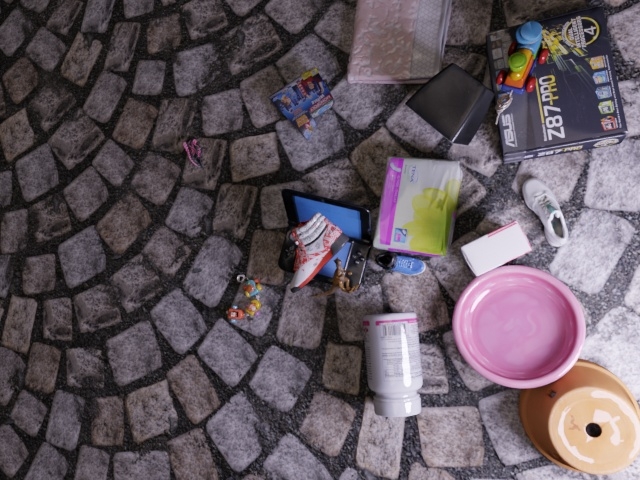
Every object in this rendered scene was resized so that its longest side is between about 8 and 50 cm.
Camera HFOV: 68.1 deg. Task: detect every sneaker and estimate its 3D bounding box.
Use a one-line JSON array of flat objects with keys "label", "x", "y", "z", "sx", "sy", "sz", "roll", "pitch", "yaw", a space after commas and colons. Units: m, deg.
[{"label": "sneaker", "x": 0.241, "y": 0.070, "z": 1.446, "sx": 0.152, "sy": 0.084, "sz": 0.058, "roll": 12, "pitch": 87, "yaw": 18}, {"label": "sneaker", "x": -0.459, "y": -0.324, "z": 1.740, "sx": 0.057, "sy": 0.047, "sz": 0.119, "roll": -28, "pitch": 77, "yaw": 0}, {"label": "sneaker", "x": 0.644, "y": -0.089, "z": 1.337, "sx": 0.080, "sy": 0.094, "sz": 0.212, "roll": -26, "pitch": 76, "yaw": 14}, {"label": "sneaker", "x": -0.045, "y": 0.034, "z": 1.454, "sx": 0.145, "sy": 0.090, "sz": 0.270, "roll": 44, "pitch": 120, "yaw": 2}]

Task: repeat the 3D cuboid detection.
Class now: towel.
[{"label": "towel", "x": 0.256, "y": -0.677, "z": 1.557, "sx": 0.317, "sy": 0.053, "sz": 0.331, "roll": 7, "pitch": 84, "yaw": 18}]

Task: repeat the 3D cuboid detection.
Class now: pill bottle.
[{"label": "pill bottle", "x": 0.212, "y": 0.354, "z": 1.379, "sx": 0.160, "sy": 0.160, "sz": 0.283, "roll": -6, "pitch": 81, "yaw": 16}]

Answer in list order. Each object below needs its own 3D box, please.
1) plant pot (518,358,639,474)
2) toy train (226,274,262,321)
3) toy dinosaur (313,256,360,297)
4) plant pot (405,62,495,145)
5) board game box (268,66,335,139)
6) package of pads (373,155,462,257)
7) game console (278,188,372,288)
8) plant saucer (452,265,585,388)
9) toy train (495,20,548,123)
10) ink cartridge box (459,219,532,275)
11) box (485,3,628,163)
[{"label": "plant pot", "x": 0.670, "y": 0.458, "z": 1.202, "sx": 0.291, "sy": 0.203, "sz": 0.290, "roll": -2, "pitch": 83, "yaw": 16}, {"label": "toy train", "x": -0.262, "y": 0.201, "z": 1.606, "sx": 0.125, "sy": 0.046, "sz": 0.166, "roll": 8, "pitch": 86, "yaw": 18}, {"label": "toy dinosaur", "x": 0.058, "y": 0.130, "z": 1.479, "sx": 0.112, "sy": 0.064, "sz": 0.211, "roll": 34, "pitch": 136, "yaw": 19}, {"label": "plant pot", "x": 0.393, "y": -0.404, "z": 1.383, "sx": 0.188, "sy": 0.187, "sz": 0.167, "roll": 45, "pitch": 117, "yaw": 18}, {"label": "board game box", "x": -0.051, "y": -0.456, "z": 1.618, "sx": 0.194, "sy": 0.060, "sz": 0.194, "roll": -30, "pitch": 76, "yaw": 11}, {"label": "package of pads", "x": 0.299, "y": -0.104, "z": 1.442, "sx": 0.229, "sy": 0.101, "sz": 0.296, "roll": 8, "pitch": 86, "yaw": 18}, {"label": "game console", "x": 0.000, "y": 0.000, "z": 1.485, "sx": 0.293, "sy": 0.173, "sz": 0.250, "roll": 15, "pitch": 87, "yaw": 19}, {"label": "plant saucer", "x": 0.537, "y": 0.236, "z": 1.301, "sx": 0.332, "sy": 0.084, "sz": 0.332, "roll": -11, "pitch": 64, "yaw": 23}, {"label": "toy train", "x": 0.535, "y": -0.456, "z": 1.296, "sx": 0.105, "sy": 0.143, "sz": 0.248, "roll": 23, "pitch": 91, "yaw": 22}, {"label": "ink cartridge box", "x": 0.475, "y": 0.027, "z": 1.309, "sx": 0.159, "sy": 0.218, "sz": 0.092, "roll": -28, "pitch": 81, "yaw": 12}, {"label": "box", "x": 0.669, "y": -0.446, "z": 1.375, "sx": 0.318, "sy": 0.097, "sz": 0.394, "roll": -7, "pitch": 80, "yaw": 20}]
